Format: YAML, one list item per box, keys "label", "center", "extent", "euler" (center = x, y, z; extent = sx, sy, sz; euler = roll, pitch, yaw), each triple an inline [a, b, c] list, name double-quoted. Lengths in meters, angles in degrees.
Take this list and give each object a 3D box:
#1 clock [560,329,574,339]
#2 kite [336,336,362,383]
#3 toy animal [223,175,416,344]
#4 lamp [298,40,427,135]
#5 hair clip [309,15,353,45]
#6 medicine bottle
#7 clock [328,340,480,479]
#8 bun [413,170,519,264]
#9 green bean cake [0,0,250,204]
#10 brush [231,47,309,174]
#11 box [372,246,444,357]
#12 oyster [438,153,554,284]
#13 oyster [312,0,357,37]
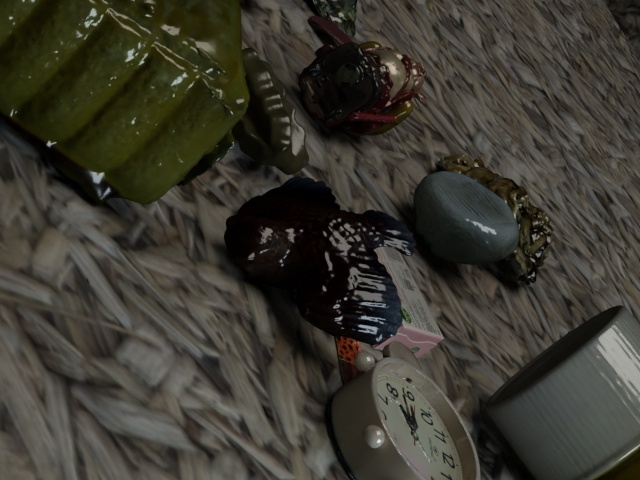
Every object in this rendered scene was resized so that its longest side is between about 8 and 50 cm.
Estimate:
- label: "clock"
  center: [0.371, 0.252, 2.059]
  extent: [0.312, 0.061, 0.312]
  euler: [43, 23, -23]
- label: "kite"
  center: [0.052, 0.166, 1.618]
  extent: [0.222, 0.008, 0.125]
  euler: [55, 24, 7]
- label: "toy animal"
  center: [-0.006, -0.001, 1.603]
  extent: [0.179, 0.116, 0.218]
  euler: [24, 28, -50]
- label: "lamp"
  center: [0.068, -0.186, 2.065]
  extent: [0.118, 0.118, 0.253]
  euler: [58, 23, 14]
- label: "hair clip"
  center: [0.035, -0.243, 2.209]
  extent: [0.137, 0.022, 0.054]
  euler: [54, 18, 5]
- label: "medicine bottle"
  center: [0.359, 0.274, 1.776]
  extent: [0.384, 0.224, 0.224]
  euler: [53, 21, 1]
- label: "clock"
  center: [0.075, 0.185, 1.552]
  extent: [0.155, 0.063, 0.229]
  euler: [35, 30, -33]
- label: "bun"
  center: [0.170, -0.019, 2.035]
  extent: [0.141, 0.083, 0.141]
  euler: [23, 29, -14]
- label: "green bean cake"
  center: [-0.193, -0.221, 1.455]
  extent: [0.310, 0.202, 0.285]
  euler: [38, 23, -33]
- label: "brush"
  center: [-0.097, -0.201, 1.802]
  extent: [0.301, 0.071, 0.084]
  euler: [64, 14, 22]
- label: "box"
  center: [0.069, 0.058, 1.768]
  extent: [0.089, 0.043, 0.125]
  euler: [21, 37, -54]
- label: "oyster"
  center: [0.232, -0.047, 2.212]
  extent: [0.214, 0.083, 0.223]
  euler: [40, 15, -53]
- label: "oyster"
  center: [0.009, -0.388, 2.336]
  extent: [0.199, 0.087, 0.252]
  euler: [49, 34, -9]
